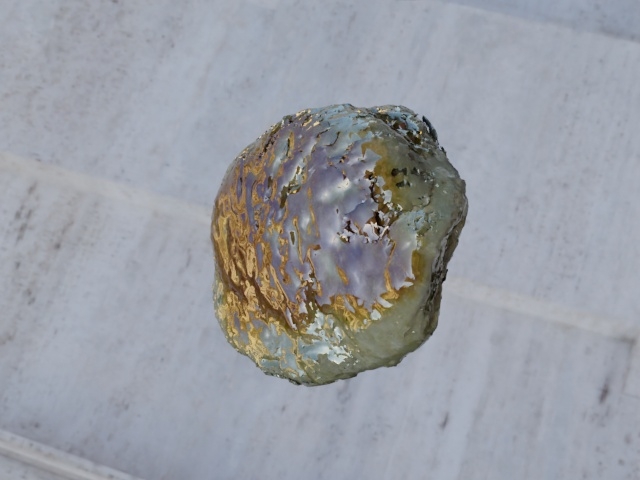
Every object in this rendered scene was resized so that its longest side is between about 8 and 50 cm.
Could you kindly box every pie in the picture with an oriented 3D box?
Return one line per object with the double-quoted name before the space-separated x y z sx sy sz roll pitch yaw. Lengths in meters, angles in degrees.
"pie" 0.000 0.000 0.497 0.079 0.194 0.163 6 -108 -44
